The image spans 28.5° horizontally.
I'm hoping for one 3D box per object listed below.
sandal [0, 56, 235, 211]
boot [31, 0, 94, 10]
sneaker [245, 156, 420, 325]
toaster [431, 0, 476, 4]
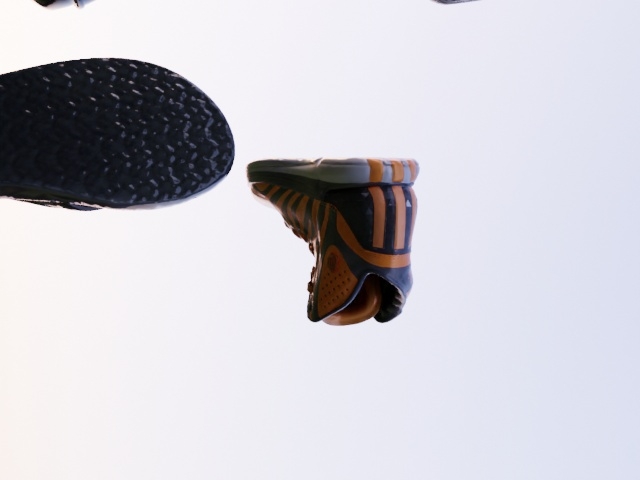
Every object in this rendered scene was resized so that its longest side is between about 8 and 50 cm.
[{"bbox_3d":[-0.312,-0.103,1.359,0.107,0.445,0.168,86,3,-75],"label":"sandal"},{"bbox_3d":[-0.428,-0.298,1.434,0.348,0.260,0.131,38,-22,43],"label":"boot"},{"bbox_3d":[0.000,0.000,1.367,0.321,0.124,0.180,-172,-98,-68],"label":"sneaker"},{"bbox_3d":[0.188,-0.348,1.369,0.129,0.226,0.147,-64,143,-57],"label":"toaster"}]
